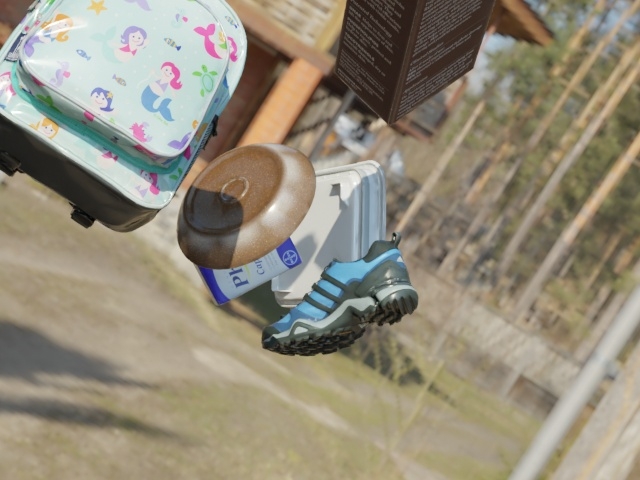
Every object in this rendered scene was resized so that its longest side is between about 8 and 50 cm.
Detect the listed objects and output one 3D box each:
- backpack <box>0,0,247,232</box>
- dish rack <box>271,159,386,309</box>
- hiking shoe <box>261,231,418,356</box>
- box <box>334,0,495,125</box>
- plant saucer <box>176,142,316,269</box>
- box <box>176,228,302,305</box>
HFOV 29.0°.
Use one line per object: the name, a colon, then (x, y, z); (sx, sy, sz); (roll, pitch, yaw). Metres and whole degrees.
backpack: (-0.194, -0.168, 1.223); (0.225, 0.253, 0.191); (34, -32, -11)
dish rack: (0.000, 0.000, 2.338); (0.072, 0.285, 0.333); (3, -5, -32)
hiking shoe: (0.028, 0.102, 2.067); (0.113, 0.304, 0.132); (27, 46, -51)
box: (0.145, -0.354, 1.738); (0.143, 0.191, 0.381); (46, -25, 17)
plant saucer: (-0.101, -0.054, 1.546); (0.198, 0.198, 0.036); (35, -14, 45)
box: (-0.116, 0.008, 1.761); (0.126, 0.137, 0.072); (63, -8, -6)
